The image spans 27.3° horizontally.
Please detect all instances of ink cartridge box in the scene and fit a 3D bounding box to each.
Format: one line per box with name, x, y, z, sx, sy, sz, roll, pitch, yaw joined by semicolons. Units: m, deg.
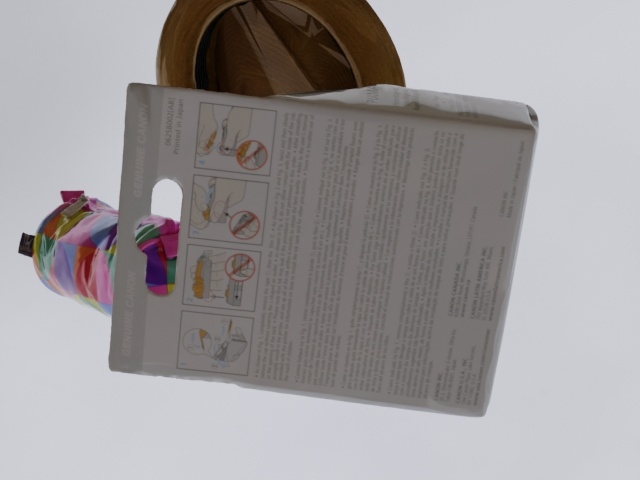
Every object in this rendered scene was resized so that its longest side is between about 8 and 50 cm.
ink cartridge box;0.000;0.000;0.784;0.232;0.189;0.066;8;-159;3

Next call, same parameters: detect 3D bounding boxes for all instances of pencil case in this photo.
pencil case;-0.167;0.017;1.116;0.104;0.104;0.236;-40;-152;-22

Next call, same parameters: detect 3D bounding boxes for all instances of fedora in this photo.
fedora;-0.024;-0.118;0.960;0.194;0.194;0.079;0;-156;11
